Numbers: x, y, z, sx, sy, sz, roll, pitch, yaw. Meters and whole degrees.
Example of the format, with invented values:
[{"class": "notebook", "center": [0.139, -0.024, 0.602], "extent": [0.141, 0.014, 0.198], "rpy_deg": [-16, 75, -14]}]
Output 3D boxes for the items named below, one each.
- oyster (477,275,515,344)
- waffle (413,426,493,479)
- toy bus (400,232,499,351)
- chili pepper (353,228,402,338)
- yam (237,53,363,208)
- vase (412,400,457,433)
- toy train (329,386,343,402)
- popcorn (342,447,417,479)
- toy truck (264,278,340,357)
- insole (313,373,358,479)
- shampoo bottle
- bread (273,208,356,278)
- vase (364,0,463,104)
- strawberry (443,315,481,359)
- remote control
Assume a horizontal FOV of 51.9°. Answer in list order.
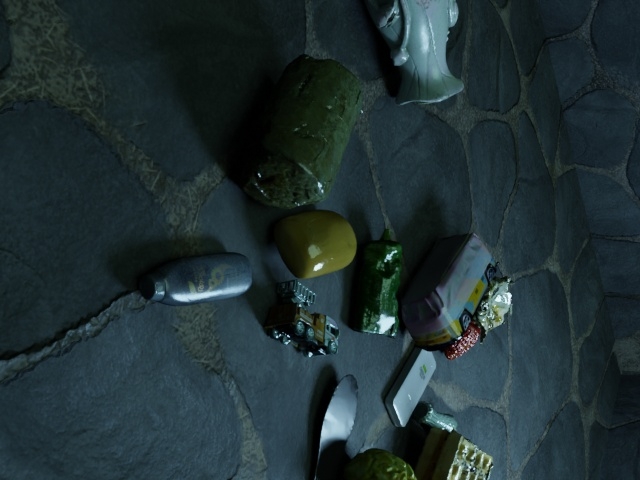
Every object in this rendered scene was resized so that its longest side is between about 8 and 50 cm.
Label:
[{"class": "oyster", "center": [0.535, 0.195, 2.088], "extent": [0.201, 0.107, 0.354], "rpy_deg": [-51, 152, -19]}, {"class": "waffle", "center": [0.332, 0.718, 1.780], "extent": [0.261, 0.114, 0.376], "rpy_deg": [42, 66, -41]}, {"class": "toy bus", "center": [0.352, 0.134, 1.861], "extent": [0.162, 0.171, 0.386], "rpy_deg": [54, 43, -13]}, {"class": "chili pepper", "center": [0.149, 0.102, 1.638], "extent": [0.136, 0.099, 0.270], "rpy_deg": [12, 83, -28]}, {"class": "yam", "center": [-0.039, -0.206, 1.323], "extent": [0.195, 0.195, 0.300], "rpy_deg": [51, 49, -39]}, {"class": "vase", "center": [0.318, 0.505, 1.858], "extent": [0.149, 0.081, 0.081], "rpy_deg": [39, 57, -41]}, {"class": "toy train", "center": [0.056, 0.369, 1.549], "extent": [0.092, 0.029, 0.045], "rpy_deg": [26, 75, -51]}, {"class": "popcorn", "center": [0.127, 0.589, 1.515], "extent": [0.212, 0.198, 0.198], "rpy_deg": [-45, 132, -2]}, {"class": "toy truck", "center": [-0.031, 0.173, 1.402], "extent": [0.178, 0.080, 0.115], "rpy_deg": [41, 46, -43]}, {"class": "insole", "center": [0.026, 0.475, 1.489], "extent": [0.119, 0.009, 0.348], "rpy_deg": [27, 72, -48]}, {"class": "shampoo bottle", "center": [-0.217, 0.069, 1.174], "extent": [0.234, 0.049, 0.087], "rpy_deg": [-5, 90, -54]}, {"class": "bread", "center": [0.000, 0.000, 1.412], "extent": [0.217, 0.098, 0.147], "rpy_deg": [-19, 82, -53]}, {"class": "vase", "center": [0.239, -0.573, 1.700], "extent": [0.250, 0.250, 0.445], "rpy_deg": [-46, 128, -45]}, {"class": "strawberry", "center": [0.412, 0.278, 1.984], "extent": [0.131, 0.148, 0.131], "rpy_deg": [34, 23, -17]}, {"class": "remote control", "center": [0.251, 0.390, 1.807], "extent": [0.250, 0.034, 0.103], "rpy_deg": [-49, 126, -43]}]
